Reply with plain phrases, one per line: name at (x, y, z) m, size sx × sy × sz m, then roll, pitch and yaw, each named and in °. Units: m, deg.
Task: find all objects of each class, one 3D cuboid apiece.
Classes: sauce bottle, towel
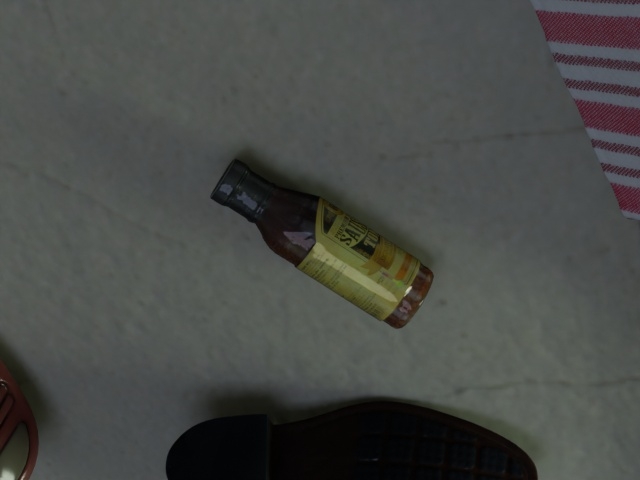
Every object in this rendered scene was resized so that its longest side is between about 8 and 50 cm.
sauce bottle at (0.000, 0.000, 0.898) m, size 0.128 × 0.042 × 0.042 m, roll 32°, pitch 128°, yaw -9°
towel at (0.168, -0.079, 0.753) m, size 0.144 × 0.029 × 0.197 m, roll 16°, pitch 141°, yaw 52°

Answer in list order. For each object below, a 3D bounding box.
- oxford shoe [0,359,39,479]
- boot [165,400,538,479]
oxford shoe at (-0.331, 0.054, 1.023) m, size 0.348 × 0.123 × 0.130 m, roll 39°, pitch 153°, yaw -13°
boot at (0.024, 0.155, 1.001) m, size 0.219 × 0.082 × 0.106 m, roll 2°, pitch 147°, yaw 12°
